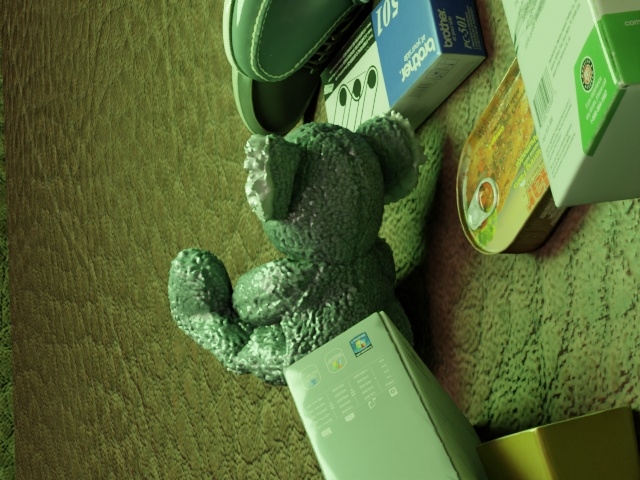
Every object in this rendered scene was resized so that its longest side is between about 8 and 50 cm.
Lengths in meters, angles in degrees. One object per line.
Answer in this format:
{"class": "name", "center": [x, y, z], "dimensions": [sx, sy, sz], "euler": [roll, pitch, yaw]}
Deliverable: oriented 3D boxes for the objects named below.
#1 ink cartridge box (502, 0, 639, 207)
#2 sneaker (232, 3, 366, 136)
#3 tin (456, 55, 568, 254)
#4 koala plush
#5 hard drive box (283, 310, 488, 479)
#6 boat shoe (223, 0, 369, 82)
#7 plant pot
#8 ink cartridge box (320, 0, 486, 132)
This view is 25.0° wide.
{"class": "ink cartridge box", "center": [0.180, -0.148, 0.908], "dimensions": [0.153, 0.087, 0.208], "euler": [101, 160, -64]}
{"class": "sneaker", "center": [-0.021, -0.190, 1.393], "dimensions": [0.118, 0.083, 0.222], "euler": [-134, 52, -57]}
{"class": "tin", "center": [0.156, -0.068, 1.057], "dimensions": [0.190, 0.040, 0.106], "euler": [118, 148, -44]}
{"class": "koala plush", "center": [0.000, 0.000, 1.216], "dimensions": [0.203, 0.196, 0.221], "euler": [39, 128, 48]}
{"class": "hard drive box", "center": [0.081, 0.193, 1.020], "dimensions": [0.089, 0.181, 0.232], "euler": [-32, 44, 7]}
{"class": "boat shoe", "center": [0.022, -0.257, 1.227], "dimensions": [0.319, 0.116, 0.099], "euler": [-56, 48, 21]}
{"class": "plant pot", "center": [0.166, 0.164, 0.971], "dimensions": [0.081, 0.081, 0.083], "euler": [-32, 69, 60]}
{"class": "ink cartridge box", "center": [0.066, -0.150, 1.246], "dimensions": [0.207, 0.046, 0.097], "euler": [135, 131, -55]}
